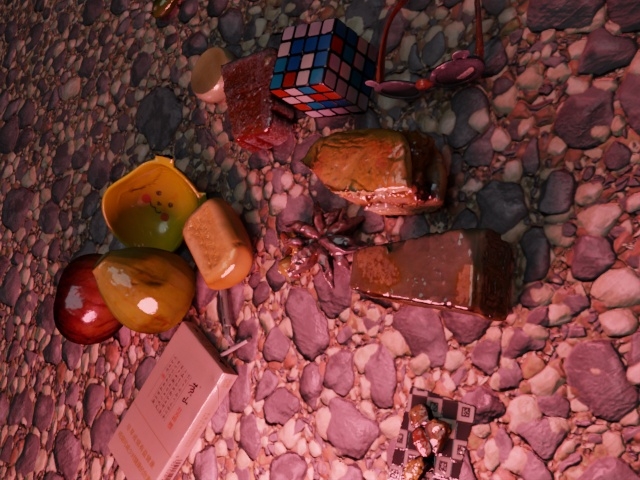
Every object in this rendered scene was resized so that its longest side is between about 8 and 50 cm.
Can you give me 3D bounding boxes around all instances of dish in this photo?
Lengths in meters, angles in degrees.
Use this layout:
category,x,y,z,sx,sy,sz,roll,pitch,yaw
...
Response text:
category,x,y,z,sx,sy,sz,roll,pitch,yaw
dish,-0.398,-0.096,1.841,0.262,0.221,0.108,-40,15,20

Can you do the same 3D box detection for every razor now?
category,x,y,z,sx,sy,sz,roll,pitch,yaw
razor,-0.213,0.150,1.680,0.084,0.036,0.211,-31,59,26

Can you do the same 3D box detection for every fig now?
category,x,y,z,sx,sy,sz,roll,pitch,yaw
fig,-0.560,0.153,1.859,0.235,0.214,0.235,-45,24,26
fig,-0.403,0.114,1.721,0.207,0.230,0.207,-13,67,35

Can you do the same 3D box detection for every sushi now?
category,x,y,z,sx,sy,sz,roll,pitch,yaw
sushi,0.178,0.364,1.284,0.139,0.031,0.201,10,83,41

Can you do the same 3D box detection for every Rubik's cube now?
category,x,y,z,sx,sy,sz,roll,pitch,yaw
Rubik's cube,0.009,-0.360,1.580,0.154,0.155,0.151,4,77,40

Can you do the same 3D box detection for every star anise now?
category,x,y,z,sx,sy,sz,roll,pitch,yaw
star anise,0.000,0.000,1.500,0.182,0.065,0.195,39,82,27

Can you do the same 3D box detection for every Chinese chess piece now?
category,x,y,z,sx,sy,sz,roll,pitch,yaw
Chinese chess piece,-0.267,-0.420,1.897,0.144,0.058,0.144,-15,65,35

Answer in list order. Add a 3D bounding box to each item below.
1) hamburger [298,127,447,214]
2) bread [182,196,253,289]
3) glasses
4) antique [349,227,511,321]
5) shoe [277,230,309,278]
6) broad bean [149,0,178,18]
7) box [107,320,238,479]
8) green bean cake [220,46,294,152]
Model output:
category,x,y,z,sx,sy,sz,roll,pitch,yaw
hamburger,0.108,-0.137,1.425,0.245,0.155,0.282,-41,50,18
bread,-0.225,0.009,1.693,0.147,0.098,0.217,-40,52,18
glasses,0.206,-0.414,1.458,0.234,0.118,0.268,-11,69,39
antique,0.183,0.062,1.316,0.284,0.125,0.150,-3,73,39
shoe,-0.054,0.028,1.566,0.069,0.072,0.109,4,81,1
broad bean,-0.373,-0.733,2.090,0.318,0.056,0.098,-31,57,26
box,-0.344,0.390,1.701,0.204,0.051,0.365,40,103,41
green bean cake,-0.149,-0.321,1.738,0.198,0.097,0.233,-14,67,35
